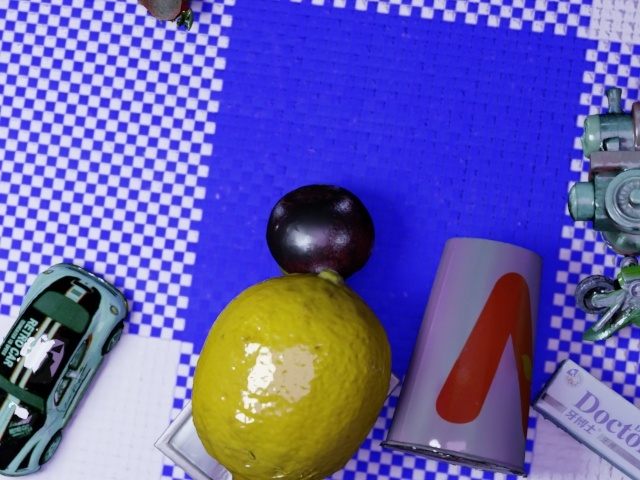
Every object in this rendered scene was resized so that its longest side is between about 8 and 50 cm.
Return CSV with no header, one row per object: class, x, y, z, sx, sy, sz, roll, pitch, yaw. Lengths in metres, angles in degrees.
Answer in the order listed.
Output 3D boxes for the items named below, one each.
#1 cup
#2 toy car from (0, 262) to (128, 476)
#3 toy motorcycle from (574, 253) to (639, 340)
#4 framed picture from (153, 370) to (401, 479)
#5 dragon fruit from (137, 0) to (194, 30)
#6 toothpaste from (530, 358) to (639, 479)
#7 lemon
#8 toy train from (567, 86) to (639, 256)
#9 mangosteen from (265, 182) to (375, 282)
cup,0.202,0.152,1.790,0.203,0.203,0.288,11,79,6
toy car,-0.388,0.177,1.859,0.136,0.125,0.305,30,86,6
toy motorcycle,0.437,0.077,1.822,0.190,0.074,0.106,-12,120,7
framed picture,-0.060,0.236,1.879,0.213,0.016,0.289,39,89,7
dragon fruit,-0.213,-0.393,1.902,0.138,0.142,0.175,4,60,39
toothpaste,0.439,0.288,1.809,0.336,0.067,0.081,36,85,7
lemon,-0.041,0.186,1.755,0.245,0.245,0.319,24,93,6
toy train,0.481,-0.101,1.811,0.304,0.150,0.221,-1,76,7
mangosteen,0.000,0.000,1.841,0.153,0.152,0.152,0,84,5
